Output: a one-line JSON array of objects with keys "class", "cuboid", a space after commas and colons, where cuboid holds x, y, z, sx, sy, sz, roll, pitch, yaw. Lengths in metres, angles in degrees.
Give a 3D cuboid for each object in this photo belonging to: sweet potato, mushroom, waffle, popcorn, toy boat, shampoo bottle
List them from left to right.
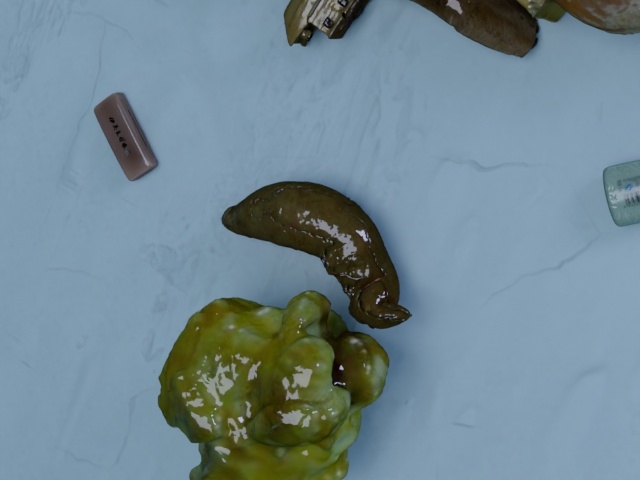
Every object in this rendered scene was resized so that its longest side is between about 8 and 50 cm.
[{"class": "popcorn", "cuboid": [-0.059, 0.176, 1.815, 0.276, 0.225, 0.276, 6, 130, 7]}, {"class": "sweet potato", "cuboid": [0.003, -0.002, 1.847, 0.310, 0.098, 0.124, 32, 110, 27]}, {"class": "toy boat", "cuboid": [0.027, -0.311, 1.822, 0.077, 0.057, 0.200, 39, 111, 13]}, {"class": "mushroom", "cuboid": [0.151, -0.281, 1.745, 0.210, 0.094, 0.072, 32, 112, 25]}, {"class": "waffle", "cuboid": [0.192, -0.317, 1.701, 0.191, 0.125, 0.032, 45, 111, 13]}, {"class": "shampoo bottle", "cuboid": [0.407, -0.068, 1.659, 0.191, 0.041, 0.069, -14, 83, 28]}]

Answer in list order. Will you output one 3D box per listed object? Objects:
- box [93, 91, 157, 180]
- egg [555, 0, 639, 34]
[{"class": "box", "cuboid": [-0.258, -0.137, 2.005, 0.048, 0.025, 0.115, -30, 81, 25]}, {"class": "egg", "cuboid": [0.306, -0.332, 1.601, 0.195, 0.195, 0.233, -12, 86, 28]}]
